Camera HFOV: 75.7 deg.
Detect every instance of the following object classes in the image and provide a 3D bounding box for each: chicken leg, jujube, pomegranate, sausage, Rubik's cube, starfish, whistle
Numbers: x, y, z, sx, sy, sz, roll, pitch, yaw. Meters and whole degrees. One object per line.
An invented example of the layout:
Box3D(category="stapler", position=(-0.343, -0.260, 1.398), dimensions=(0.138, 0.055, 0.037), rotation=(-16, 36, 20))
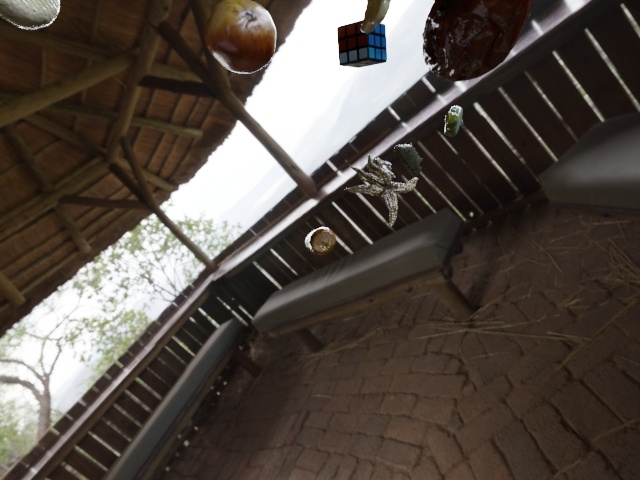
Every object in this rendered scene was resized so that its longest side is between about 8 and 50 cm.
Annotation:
Box3D(category="chicken leg", position=(0.317, -0.368, 2.112), dimensions=(0.196, 0.125, 0.080), rotation=(-91, 24, -67))
Box3D(category="jujube", position=(0.448, -0.646, 1.190), dimensions=(0.276, 0.276, 0.377), rotation=(-50, -19, -25))
Box3D(category="pomegranate", position=(-0.300, -0.736, 1.508), dimensions=(0.252, 0.228, 0.270), rotation=(0, -12, -33))
Box3D(category="sausage", position=(-0.006, 0.002, 1.641), dimensions=(0.112, 0.112, 0.328), rotation=(-45, 5, -4))
Box3D(category="Rubik's cube", position=(0.182, -0.849, 1.785), dimensions=(0.163, 0.160, 0.162), rotation=(6, 18, 36))
Box3D(category="starfish", position=(0.254, -0.238, 1.861), dimensions=(0.301, 0.294, 0.084), rotation=(-59, -3, -16))
Box3D(category="whistle", position=(0.456, -0.408, 1.401), dimensions=(0.198, 0.057, 0.104), rotation=(-30, -46, -68))

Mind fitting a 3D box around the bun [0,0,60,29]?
Box3D(category="bun", position=(-1.027, -0.867, 1.312), dimensions=(0.213, 0.361, 0.361), rotation=(-1, 29, 18))

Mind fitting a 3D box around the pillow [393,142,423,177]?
Box3D(category="pillow", position=(0.432, -0.393, 1.962), dimensions=(0.093, 0.241, 0.051), rotation=(-45, 43, 6))

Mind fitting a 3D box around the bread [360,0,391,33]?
Box3D(category="bread", position=(0.162, -0.675, 1.059), dimensions=(0.182, 0.039, 0.250), rotation=(-176, 94, -70))
